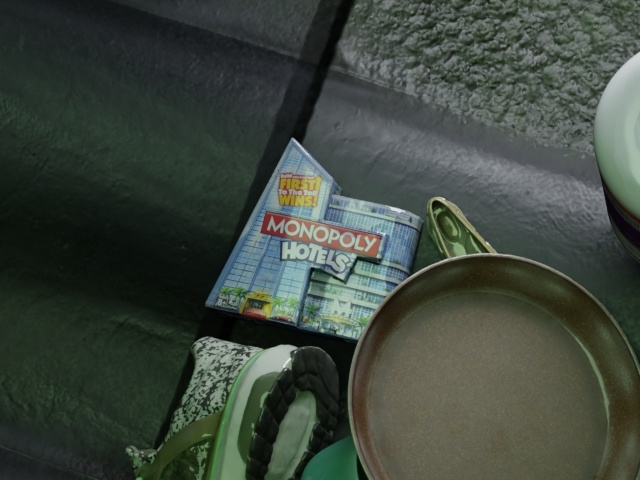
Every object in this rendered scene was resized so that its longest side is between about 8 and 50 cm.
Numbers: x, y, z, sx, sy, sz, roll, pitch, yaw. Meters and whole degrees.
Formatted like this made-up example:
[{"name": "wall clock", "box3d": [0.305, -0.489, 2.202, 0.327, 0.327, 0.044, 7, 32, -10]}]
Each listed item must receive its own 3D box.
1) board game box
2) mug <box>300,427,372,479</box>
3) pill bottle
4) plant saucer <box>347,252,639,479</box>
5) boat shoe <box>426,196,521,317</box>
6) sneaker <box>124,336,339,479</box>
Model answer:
[{"name": "board game box", "box3d": [0.000, 0.000, 2.051, 0.194, 0.060, 0.194, 11, 81, 13]}, {"name": "mug", "box3d": [0.042, 0.271, 1.941, 0.097, 0.129, 0.157, -27, 60, 33]}, {"name": "pill bottle", "box3d": [0.354, -0.064, 1.858, 0.181, 0.323, 0.181, -2, 77, 11]}, {"name": "plant saucer", "box3d": [0.170, 0.168, 1.935, 0.311, 0.050, 0.310, 5, 72, -14]}, {"name": "boat shoe", "box3d": [0.156, 0.023, 2.020, 0.056, 0.048, 0.153, -30, 74, 3]}, {"name": "sneaker", "box3d": [-0.133, 0.276, 1.997, 0.182, 0.158, 0.410, 20, 81, 40]}]
